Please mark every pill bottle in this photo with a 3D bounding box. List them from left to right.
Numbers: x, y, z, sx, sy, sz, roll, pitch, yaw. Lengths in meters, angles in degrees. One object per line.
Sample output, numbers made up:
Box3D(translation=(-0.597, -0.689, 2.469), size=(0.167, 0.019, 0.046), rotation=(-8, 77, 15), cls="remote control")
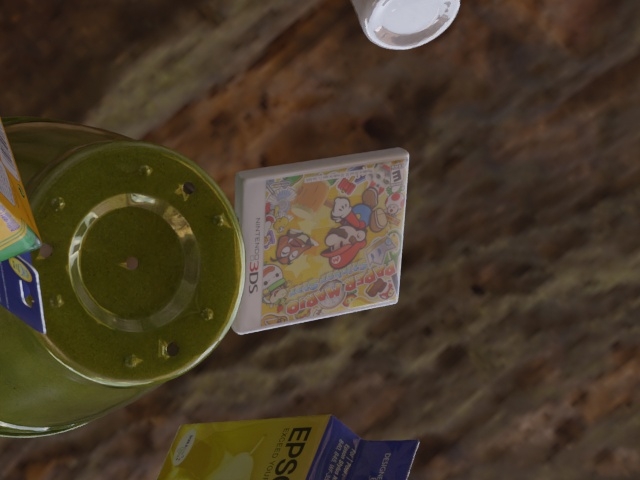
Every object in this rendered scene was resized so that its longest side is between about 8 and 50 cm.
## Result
Box3D(translation=(0.085, -0.368, 2.036), size=(0.131, 0.131, 0.229), rotation=(-32, -128, 18), cls="pill bottle")

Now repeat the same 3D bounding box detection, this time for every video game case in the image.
Box3D(translation=(0.000, 0.000, 1.912), size=(0.227, 0.206, 0.026), rotation=(-10, -153, -27), cls="video game case")

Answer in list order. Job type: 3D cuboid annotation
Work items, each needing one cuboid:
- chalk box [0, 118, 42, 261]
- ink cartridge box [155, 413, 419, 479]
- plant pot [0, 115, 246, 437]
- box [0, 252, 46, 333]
Box3D(translation=(-0.370, -0.049, 1.090), size=(0.289, 0.179, 0.180), rotation=(-20, -109, -3), cls="chalk box")
Box3D(translation=(-0.077, 0.325, 1.700), size=(0.307, 0.072, 0.303), rotation=(-11, -139, 36), cls="ink cartridge box")
Box3D(translation=(-0.254, 0.029, 1.646), size=(0.366, 0.366, 0.353), rotation=(-54, -161, -20), cls="plant pot")
Box3D(translation=(-0.308, -0.020, 1.323), size=(0.036, 0.225, 0.136), rotation=(-48, 167, -25), cls="box")
